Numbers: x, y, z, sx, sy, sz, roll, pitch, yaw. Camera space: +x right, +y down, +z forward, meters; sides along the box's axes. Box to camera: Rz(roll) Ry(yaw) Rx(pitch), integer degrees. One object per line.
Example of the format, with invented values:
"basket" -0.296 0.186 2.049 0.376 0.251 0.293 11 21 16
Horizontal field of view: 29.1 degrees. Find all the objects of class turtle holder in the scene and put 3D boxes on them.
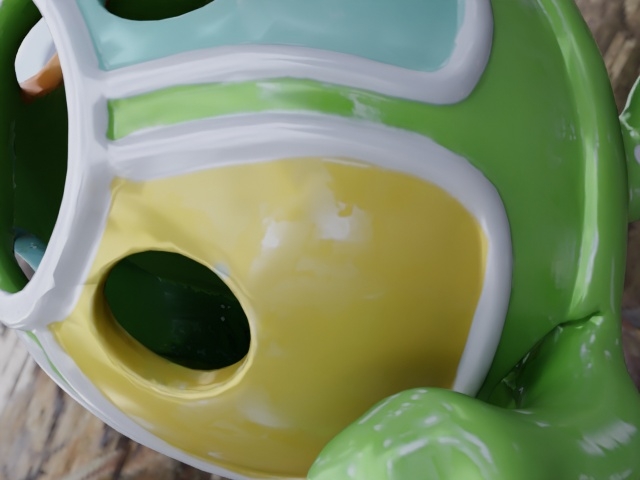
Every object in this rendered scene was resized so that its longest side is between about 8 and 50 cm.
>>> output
"turtle holder" -0.011 0.002 0.483 0.243 0.227 0.320 -36 57 47
